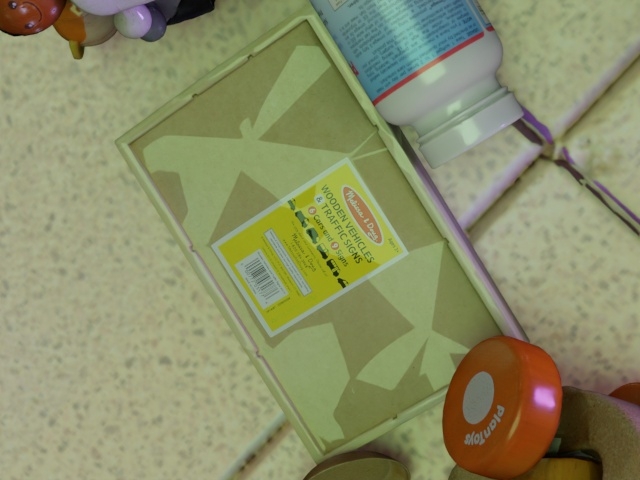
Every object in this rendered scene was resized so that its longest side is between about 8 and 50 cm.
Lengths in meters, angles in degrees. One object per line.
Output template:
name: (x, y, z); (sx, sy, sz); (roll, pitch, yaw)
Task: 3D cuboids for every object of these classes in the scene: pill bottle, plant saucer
pill bottle: (0.055, -0.128, 0.642); (0.087, 0.087, 0.160); (-31, 91, 16)
plant saucer: (0.020, 0.166, 0.717); (0.083, 0.083, 0.015); (-31, 48, 16)

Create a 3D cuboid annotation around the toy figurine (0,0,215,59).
toy figurine: (-0.145, -0.214, 0.610); (0.148, 0.213, 0.209); (-18, 100, 3)

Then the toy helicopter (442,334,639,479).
toy helicopter: (0.103, 0.246, 0.639); (0.140, 0.235, 0.355); (20, 125, -22)

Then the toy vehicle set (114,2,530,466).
toy vehicle set: (0.000, 0.000, 0.703); (0.166, 0.035, 0.266); (-31, 91, 16)
